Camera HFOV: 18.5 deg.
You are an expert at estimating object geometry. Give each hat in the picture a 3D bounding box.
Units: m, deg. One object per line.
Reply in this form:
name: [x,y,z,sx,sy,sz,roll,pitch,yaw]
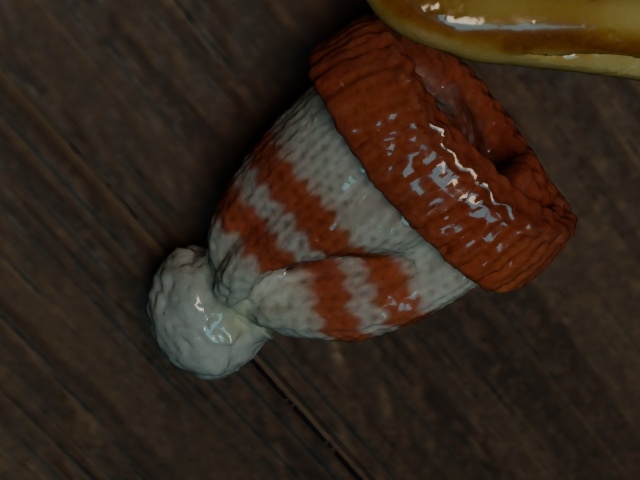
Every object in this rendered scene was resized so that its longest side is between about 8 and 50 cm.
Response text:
hat: [0.000,0.000,0.715,0.162,0.093,0.112,-38,95,19]

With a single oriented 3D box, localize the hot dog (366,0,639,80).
hot dog: [0.128,-0.103,0.687,0.249,0.068,0.100,2,94,-14]
